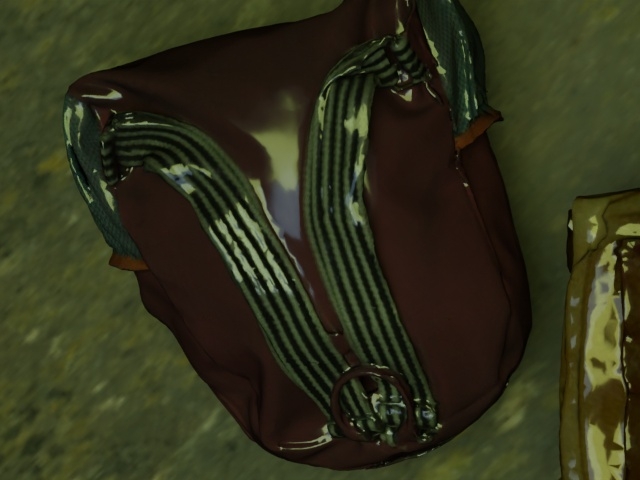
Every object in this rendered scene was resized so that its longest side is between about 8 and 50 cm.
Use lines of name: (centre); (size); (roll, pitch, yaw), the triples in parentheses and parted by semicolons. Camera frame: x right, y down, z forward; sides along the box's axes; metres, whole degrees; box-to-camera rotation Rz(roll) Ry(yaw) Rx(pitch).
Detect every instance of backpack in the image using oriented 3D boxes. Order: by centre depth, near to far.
backpack: (0.000, 0.000, 1.199); (0.283, 0.197, 0.317); (-19, 92, 11)

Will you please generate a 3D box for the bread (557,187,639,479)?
bread: (0.329, 0.113, 1.150); (0.369, 0.191, 0.314); (1, 89, 0)
